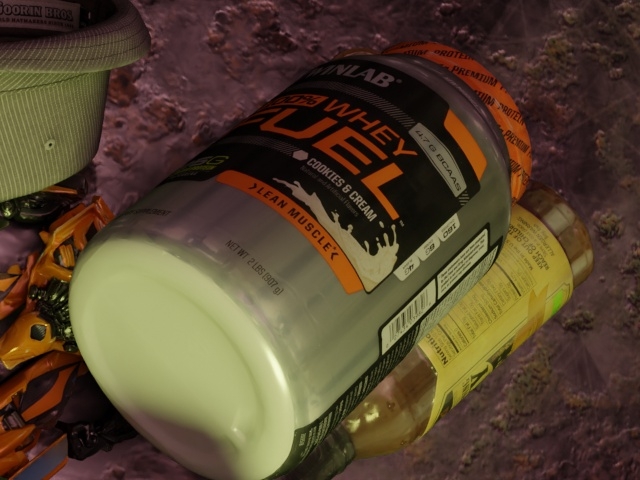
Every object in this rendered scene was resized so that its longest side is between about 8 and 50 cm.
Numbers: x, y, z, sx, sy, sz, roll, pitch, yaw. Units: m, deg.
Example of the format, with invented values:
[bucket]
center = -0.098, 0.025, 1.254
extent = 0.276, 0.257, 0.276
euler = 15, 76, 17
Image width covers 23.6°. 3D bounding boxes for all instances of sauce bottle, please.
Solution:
[sauce bottle]
center = 0.064, 0.086, 1.167
extent = 0.344, 0.111, 0.111
euler = -38, 99, -25

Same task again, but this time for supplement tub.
[supplement tub]
center = 0.000, 0.000, 1.033
extent = 0.316, 0.193, 0.193
euler = -42, 101, -40

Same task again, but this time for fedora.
[fedora]
center = -0.247, -0.097, 1.004
extent = 0.275, 0.243, 0.124
euler = -13, 117, -40

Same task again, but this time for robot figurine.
[robot figurine]
center = -0.219, 0.081, 1.038
extent = 0.291, 0.085, 0.211
euler = -38, 100, -26

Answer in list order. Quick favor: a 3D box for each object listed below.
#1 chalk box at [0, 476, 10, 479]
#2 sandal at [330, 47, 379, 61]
[chalk box]
center = -0.113, 0.290, 0.916
extent = 0.180, 0.289, 0.179
euler = -56, 137, -22
[sandal]
center = 0.025, -0.060, 1.209
extent = 0.072, 0.049, 0.180
euler = -10, 100, -22
